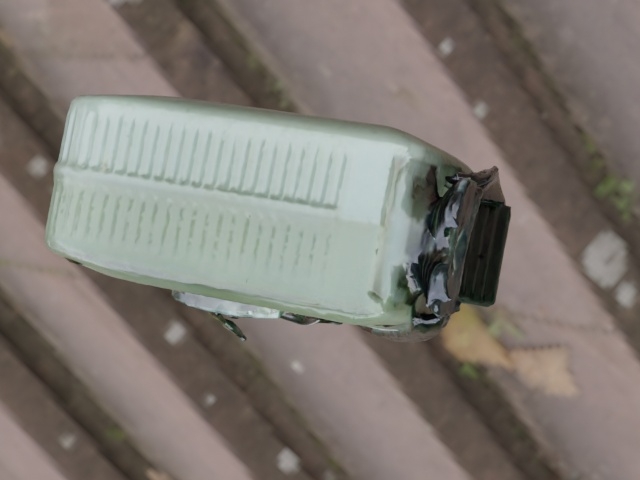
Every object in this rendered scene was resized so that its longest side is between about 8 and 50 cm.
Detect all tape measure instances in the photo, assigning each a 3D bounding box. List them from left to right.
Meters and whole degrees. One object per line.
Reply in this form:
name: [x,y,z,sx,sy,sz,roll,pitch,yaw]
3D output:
tape measure: [0.000,0.000,0.961,0.235,0.115,0.207,10,176,27]
